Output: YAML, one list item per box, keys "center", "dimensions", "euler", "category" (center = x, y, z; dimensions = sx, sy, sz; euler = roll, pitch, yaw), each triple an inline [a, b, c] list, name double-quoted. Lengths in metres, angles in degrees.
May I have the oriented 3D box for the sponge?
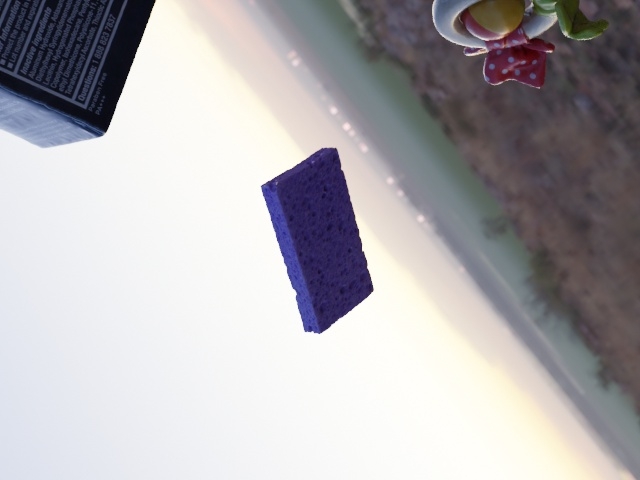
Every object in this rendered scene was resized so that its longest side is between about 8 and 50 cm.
- center: [0.000, 0.000, 1.643]
  dimensions: [0.031, 0.117, 0.210]
  euler: [8, 124, 43]
  category: "sponge"

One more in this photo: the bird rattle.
- center: [0.238, -0.293, 1.669]
  dimensions: [0.207, 0.143, 0.253]
  euler: [8, 166, -26]
  category: "bird rattle"

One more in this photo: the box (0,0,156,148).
- center: [-0.288, -0.272, 1.115]
  dimensions: [0.294, 0.296, 0.182]
  euler: [25, 168, -27]
  category: "box"
